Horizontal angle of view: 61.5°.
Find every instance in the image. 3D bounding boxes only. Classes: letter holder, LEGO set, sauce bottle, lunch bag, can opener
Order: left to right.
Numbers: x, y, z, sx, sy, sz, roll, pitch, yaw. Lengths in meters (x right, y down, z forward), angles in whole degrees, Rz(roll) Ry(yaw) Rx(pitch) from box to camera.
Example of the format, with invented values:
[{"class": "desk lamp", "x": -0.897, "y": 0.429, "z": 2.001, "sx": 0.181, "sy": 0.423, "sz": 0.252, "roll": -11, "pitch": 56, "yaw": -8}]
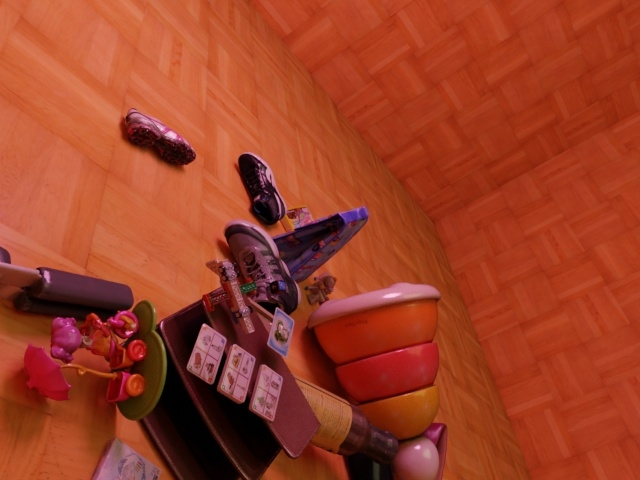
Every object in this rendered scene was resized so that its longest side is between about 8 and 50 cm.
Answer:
[{"class": "can opener", "x": -0.386, "y": 0.055, "z": 0.745, "sx": 0.280, "sy": 0.074, "sz": 0.093, "roll": 30, "pitch": 35, "yaw": -54}, {"class": "letter holder", "x": -0.167, "y": 0.250, "z": 0.884, "sx": 0.301, "sy": 0.152, "sz": 0.214, "roll": 60, "pitch": 23, "yaw": 0}, {"class": "LEGO set", "x": -0.125, "y": 0.143, "z": 0.871, "sx": 0.182, "sy": 0.060, "sz": 0.244, "roll": 43, "pitch": 41, "yaw": -32}, {"class": "lunch bag", "x": 0.000, "y": 0.000, "z": 1.394, "sx": 0.138, "sy": 0.293, "sz": 0.221, "roll": 62, "pitch": 20, "yaw": 5}, {"class": "sauce bottle", "x": 0.020, "y": 0.376, "z": 1.109, "sx": 0.344, "sy": 0.111, "sz": 0.111, "roll": 34, "pitch": 30, "yaw": -24}]

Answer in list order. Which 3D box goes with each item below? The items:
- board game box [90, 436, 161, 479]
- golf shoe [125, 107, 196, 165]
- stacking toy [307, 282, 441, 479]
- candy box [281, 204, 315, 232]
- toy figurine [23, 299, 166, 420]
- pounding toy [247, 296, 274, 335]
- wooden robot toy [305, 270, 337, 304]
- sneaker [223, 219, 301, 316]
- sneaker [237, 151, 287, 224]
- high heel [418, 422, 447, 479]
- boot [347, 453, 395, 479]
[{"class": "board game box", "x": -0.266, "y": 0.330, "z": 0.728, "sx": 0.090, "sy": 0.020, "sz": 0.090, "roll": 51, "pitch": 23, "yaw": -24}, {"class": "golf shoe", "x": -0.355, "y": -0.235, "z": 1.215, "sx": 0.186, "sy": 0.067, "sz": 0.086, "roll": 31, "pitch": 33, "yaw": -52}, {"class": "stacking toy", "x": 0.176, "y": 0.368, "z": 1.341, "sx": 0.351, "sy": 0.351, "sz": 0.479, "roll": 16, "pitch": 59, "yaw": -62}, {"class": "candy box", "x": -0.065, "y": -0.056, "z": 1.698, "sx": 0.105, "sy": 0.027, "sz": 0.206, "roll": 64, "pitch": 21, "yaw": 1}, {"class": "toy figurine", "x": -0.311, "y": 0.152, "z": 0.726, "sx": 0.159, "sy": 0.130, "sz": 0.173, "roll": 20, "pitch": 60, "yaw": -46}, {"class": "pounding toy", "x": -0.150, "y": 0.192, "z": 1.102, "sx": 0.130, "sy": 0.100, "sz": 0.141, "roll": 38, "pitch": 23, "yaw": -14}, {"class": "wooden robot toy", "x": 0.021, "y": 0.133, "z": 1.567, "sx": 0.076, "sy": 0.079, "sz": 0.173, "roll": 58, "pitch": 21, "yaw": -4}, {"class": "sneaker", "x": -0.140, "y": 0.082, "z": 1.231, "sx": 0.268, "sy": 0.101, "sz": 0.153, "roll": 57, "pitch": 18, "yaw": -15}, {"class": "sneaker", "x": -0.171, "y": -0.145, "z": 1.497, "sx": 0.217, "sy": 0.079, "sz": 0.121, "roll": 58, "pitch": 19, "yaw": -8}, {"class": "high heel", "x": 0.275, "y": 0.644, "z": 1.321, "sx": 0.127, "sy": 0.181, "sz": 0.377, "roll": 36, "pitch": 31, "yaw": -47}, {"class": "boot", "x": 0.100, "y": 0.548, "z": 1.169, "sx": 0.246, "sy": 0.094, "sz": 0.207, "roll": 69, "pitch": 18, "yaw": 6}]
